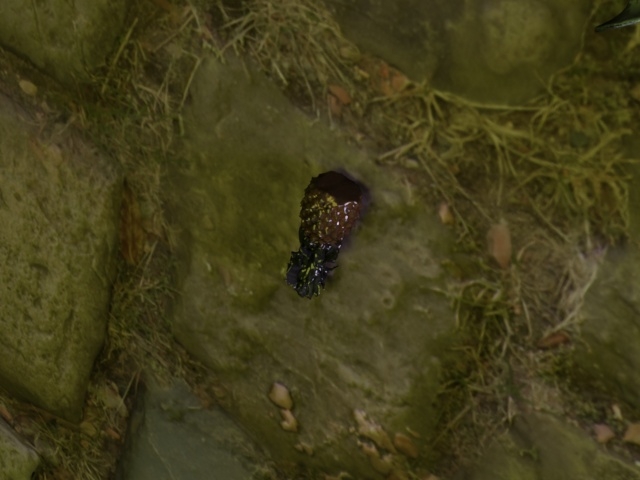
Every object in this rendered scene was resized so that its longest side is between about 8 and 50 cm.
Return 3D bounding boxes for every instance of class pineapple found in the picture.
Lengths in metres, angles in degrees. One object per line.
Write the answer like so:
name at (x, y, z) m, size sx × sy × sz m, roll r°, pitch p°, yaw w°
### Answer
pineapple at (0.000, 0.000, 1.309) m, size 0.074 × 0.074 × 0.159 m, roll 35°, pitch 129°, yaw 21°

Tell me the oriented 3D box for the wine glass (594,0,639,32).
wine glass at (0.259, -0.302, 0.962) m, size 0.103 × 0.103 × 0.231 m, roll -7°, pitch 101°, yaw 39°
